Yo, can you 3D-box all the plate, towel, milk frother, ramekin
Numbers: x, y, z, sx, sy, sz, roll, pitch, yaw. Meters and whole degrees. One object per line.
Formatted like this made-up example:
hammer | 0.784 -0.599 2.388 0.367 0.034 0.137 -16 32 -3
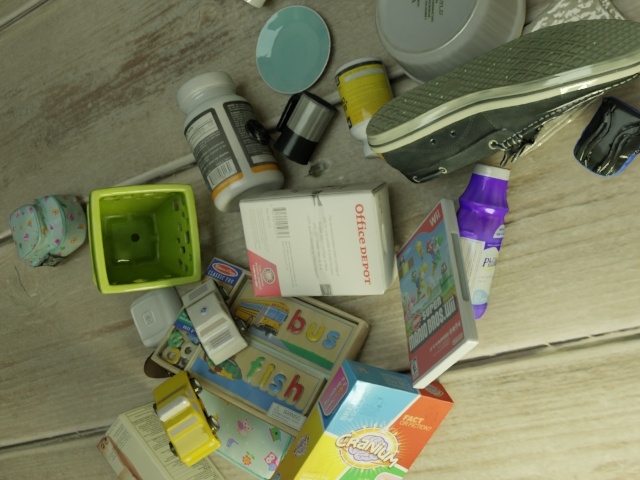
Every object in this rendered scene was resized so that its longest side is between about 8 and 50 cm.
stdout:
plate | -0.056 -0.408 1.569 0.188 0.024 0.188 1 92 29
towel | 0.414 -0.307 1.293 0.282 0.049 0.187 -41 72 26
milk frother | -0.064 -0.247 1.511 0.129 0.143 0.134 39 110 27
ramekin | 0.221 -0.419 1.327 0.273 0.127 0.272 -6 80 36

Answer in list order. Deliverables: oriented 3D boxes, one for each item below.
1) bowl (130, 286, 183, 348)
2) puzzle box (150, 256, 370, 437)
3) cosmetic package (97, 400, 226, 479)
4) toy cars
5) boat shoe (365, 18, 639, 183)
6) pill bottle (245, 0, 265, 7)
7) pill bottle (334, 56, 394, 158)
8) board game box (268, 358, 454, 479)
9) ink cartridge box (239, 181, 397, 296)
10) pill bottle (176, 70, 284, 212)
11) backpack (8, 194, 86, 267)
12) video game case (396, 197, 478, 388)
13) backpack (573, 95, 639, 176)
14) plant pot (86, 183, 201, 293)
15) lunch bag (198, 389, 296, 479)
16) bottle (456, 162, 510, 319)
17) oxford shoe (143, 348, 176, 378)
bowl | -0.399 0.185 1.768 0.142 0.053 0.142 -28 79 26
puzzle box | -0.131 0.218 1.542 0.409 0.052 0.272 20 69 28
cosmetic package | -0.363 0.534 1.705 0.296 0.153 0.129 46 114 22
toy cars | -0.254 0.248 1.484 0.176 0.087 0.393 3 63 21
boat shoe | 0.311 -0.222 1.226 0.500 0.187 0.156 -18 123 36
pill bottle | -0.109 -0.608 1.535 0.121 0.121 0.216 43 111 21
pill bottle | 0.099 -0.259 1.440 0.103 0.103 0.184 -19 82 29
board game box | 0.076 0.391 1.402 0.316 0.242 0.064 -61 32 18
ink cartridge box | 0.000 0.000 1.458 0.283 0.117 0.207 -3 103 21
pill bottle | -0.201 -0.214 1.580 0.162 0.162 0.278 -31 76 27
backpack | -0.700 -0.032 1.882 0.188 0.144 0.165 -27 73 25
video game case | 0.202 0.095 1.311 0.204 0.025 0.285 123 151 -51
backpack | 0.493 -0.166 1.221 0.098 0.101 0.120 40 114 25
plant pot | -0.413 -0.003 1.657 0.207 0.228 0.227 -6 89 64
lunch bag | -0.159 0.385 1.607 0.279 0.108 0.224 25 105 27
bottle | 0.283 0.002 1.337 0.092 0.118 0.282 16 99 27
oxford shoe | -0.344 0.283 1.710 0.227 0.096 0.082 -24 99 31
